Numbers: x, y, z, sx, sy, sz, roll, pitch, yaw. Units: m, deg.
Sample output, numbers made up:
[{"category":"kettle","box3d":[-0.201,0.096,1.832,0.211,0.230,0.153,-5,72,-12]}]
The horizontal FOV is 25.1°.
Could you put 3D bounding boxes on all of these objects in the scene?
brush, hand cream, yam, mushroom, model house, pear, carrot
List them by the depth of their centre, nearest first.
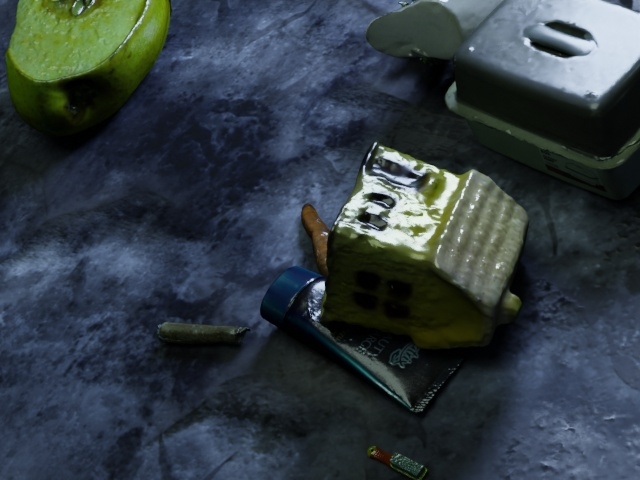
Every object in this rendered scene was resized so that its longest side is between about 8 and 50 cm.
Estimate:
[{"category":"brush","box3d":[0.084,0.249,1.630,0.083,0.021,0.018,21,65,39]},{"category":"model house","box3d":[0.132,0.023,1.705,0.234,0.174,0.193,20,44,8]},{"category":"hand cream","box3d":[0.050,0.114,1.753,0.271,0.061,0.120,26,60,33]},{"category":"yam","box3d":[-0.152,0.122,1.859,0.129,0.027,0.033,0,12,30]},{"category":"carrot","box3d":[0.002,-0.001,1.889,0.036,0.035,0.165,-25,42,4]},{"category":"mushroom","box3d":[0.220,-0.349,1.980,0.159,0.122,0.329,28,51,30]},{"category":"pear","box3d":[-0.355,-0.276,2.237,0.238,0.164,0.255,-3,54,12]}]

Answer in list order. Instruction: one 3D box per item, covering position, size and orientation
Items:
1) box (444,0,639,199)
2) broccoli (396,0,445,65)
[{"category":"box","box3d":[0.317,-0.195,1.807,0.290,0.166,0.220,27,66,40]},{"category":"broccoli","box3d":[0.146,-0.299,2.055,0.092,0.097,0.095,-19,14,3]}]
